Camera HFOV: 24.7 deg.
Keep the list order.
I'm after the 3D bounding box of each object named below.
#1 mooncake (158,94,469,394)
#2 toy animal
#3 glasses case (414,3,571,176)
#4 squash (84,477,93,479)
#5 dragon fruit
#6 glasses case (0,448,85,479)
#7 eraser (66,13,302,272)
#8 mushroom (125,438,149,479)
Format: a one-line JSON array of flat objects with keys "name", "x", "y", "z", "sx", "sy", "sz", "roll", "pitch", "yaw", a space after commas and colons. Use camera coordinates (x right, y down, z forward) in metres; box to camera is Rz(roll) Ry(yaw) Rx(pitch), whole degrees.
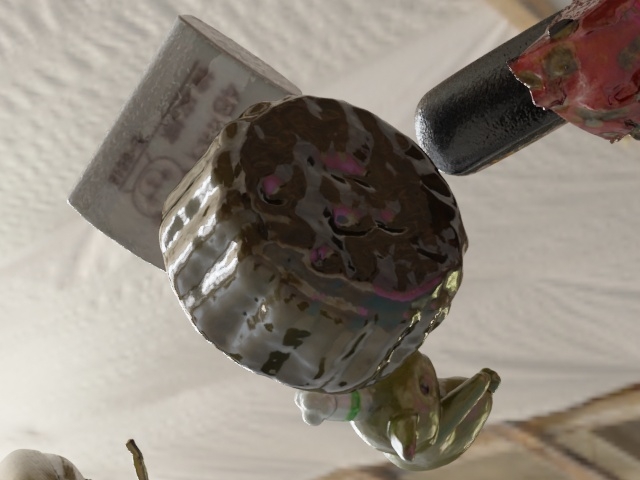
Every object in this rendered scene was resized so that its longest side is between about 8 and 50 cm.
[{"name": "mooncake", "x": 0.000, "y": 0.000, "z": 1.413, "sx": 0.290, "sy": 0.290, "sz": 0.161, "roll": 17, "pitch": -45, "yaw": -22}, {"name": "toy animal", "x": 0.115, "y": 0.207, "z": 1.935, "sx": 0.181, "sy": 0.180, "sz": 0.363, "roll": 22, "pitch": -7, "yaw": 22}, {"name": "glasses case", "x": 0.261, "y": -0.192, "z": 1.828, "sx": 0.321, "sy": 0.122, "sz": 0.082, "roll": -30, "pitch": -16, "yaw": 26}, {"name": "squash", "x": -0.320, "y": 0.349, "z": 1.654, "sx": 0.219, "sy": 0.219, "sz": 0.041, "roll": 4, "pitch": -57, "yaw": 0}, {"name": "dragon fruit", "x": 0.343, "y": -0.190, "z": 1.506, "sx": 0.134, "sy": 0.262, "sz": 0.211, "roll": -17, "pitch": -66, "yaw": 46}, {"name": "glasses case", "x": -0.190, "y": 0.183, "z": 0.975, "sx": 0.064, "sy": 0.079, "sz": 0.234, "roll": 14, "pitch": -5, "yaw": -15}, {"name": "eraser", "x": -0.164, "y": -0.112, "z": 1.747, "sx": 0.174, "sy": 0.270, "sz": 0.095, "roll": 35, "pitch": 13, "yaw": 3}, {"name": "mushroom", "x": -0.185, "y": 0.327, "z": 1.678, "sx": 0.028, "sy": 0.026, "sz": 0.286, "roll": 17, "pitch": -41, "yaw": 27}]
